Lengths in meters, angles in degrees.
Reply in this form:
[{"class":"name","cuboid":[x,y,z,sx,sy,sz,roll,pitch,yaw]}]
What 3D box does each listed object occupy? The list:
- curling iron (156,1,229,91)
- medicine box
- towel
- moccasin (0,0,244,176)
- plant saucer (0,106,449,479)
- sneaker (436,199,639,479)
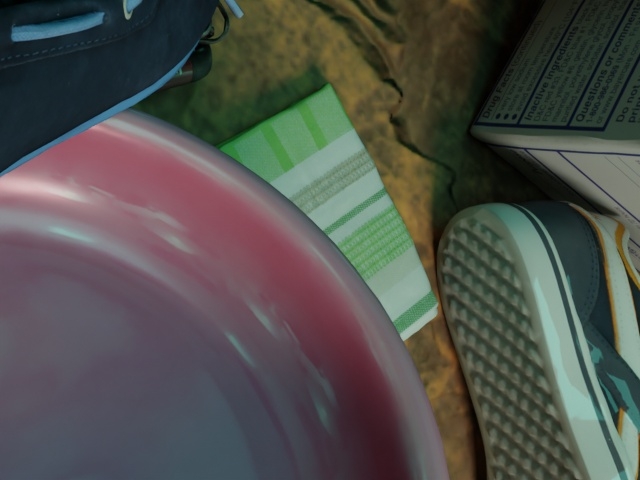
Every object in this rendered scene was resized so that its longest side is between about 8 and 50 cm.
[{"class":"curling iron","cuboid":[-0.160,-0.073,0.562,0.274,0.035,0.068,-26,78,-33]},{"class":"medicine box","cuboid":[0.289,-0.049,0.736,0.263,0.289,0.149,35,79,-29]},{"class":"towel","cuboid":[0.000,0.000,0.685,0.113,0.023,0.152,-34,102,-39]},{"class":"moccasin","cuboid":[-0.106,-0.111,0.484,0.137,0.117,0.342,29,40,-2]},{"class":"plant saucer","cuboid":[-0.109,0.086,0.468,0.332,0.084,0.332,17,49,-21]},{"class":"sneaker","cuboid":[0.168,0.130,0.727,0.127,0.126,0.321,-7,86,-33]}]
